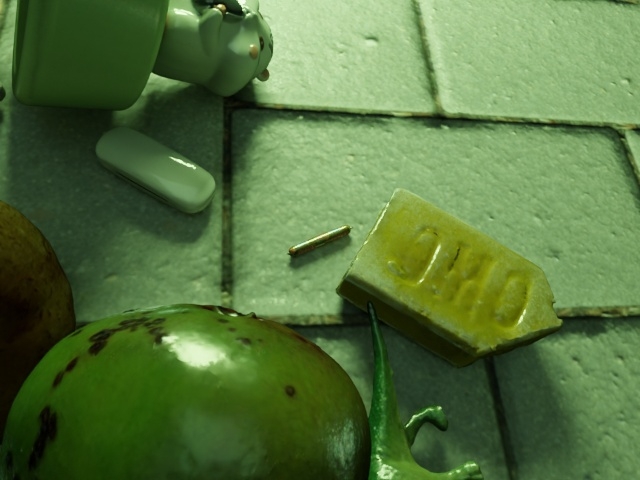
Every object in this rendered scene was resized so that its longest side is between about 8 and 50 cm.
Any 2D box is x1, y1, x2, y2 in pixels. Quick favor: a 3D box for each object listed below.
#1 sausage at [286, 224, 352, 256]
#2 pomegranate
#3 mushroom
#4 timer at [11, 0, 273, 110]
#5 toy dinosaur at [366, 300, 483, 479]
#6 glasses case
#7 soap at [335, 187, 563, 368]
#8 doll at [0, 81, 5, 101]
[{"bbox_3d":[0.000,0.000,0.647,0.100,0.015,0.015,-22,72,-20],"label":"sausage"},{"bbox_3d":[-0.123,0.203,0.395,0.291,0.290,0.323,33,73,5],"label":"pomegranate"},{"bbox_3d":[-0.368,0.076,0.453,0.267,0.267,0.254,-20,37,-19],"label":"mushroom"},{"bbox_3d":[-0.204,-0.289,0.633,0.316,0.291,0.290,5,62,-35],"label":"timer"},{"bbox_3d":[0.025,0.302,0.485,0.301,0.087,0.446,-16,68,-10],"label":"toy dinosaur"},{"bbox_3d":[-0.214,-0.092,0.633,0.164,0.041,0.063,29,65,3],"label":"glasses case"},{"bbox_3d":[0.169,0.061,0.616,0.258,0.080,0.160,30,64,4],"label":"soap"},{"bbox_3d":[-0.539,-0.225,0.596,0.252,0.111,0.237,-25,88,-22],"label":"doll"}]
